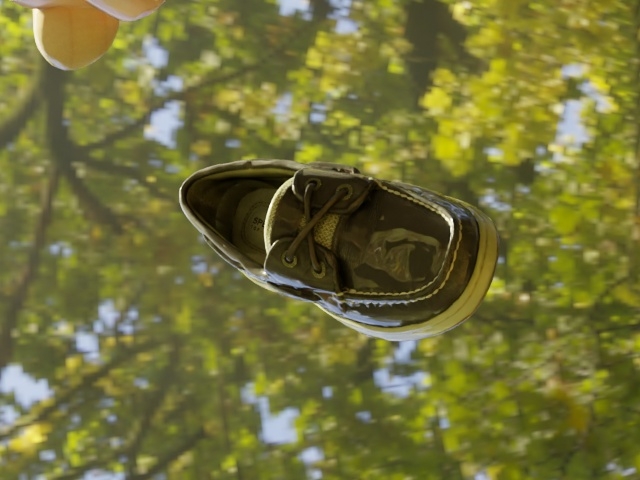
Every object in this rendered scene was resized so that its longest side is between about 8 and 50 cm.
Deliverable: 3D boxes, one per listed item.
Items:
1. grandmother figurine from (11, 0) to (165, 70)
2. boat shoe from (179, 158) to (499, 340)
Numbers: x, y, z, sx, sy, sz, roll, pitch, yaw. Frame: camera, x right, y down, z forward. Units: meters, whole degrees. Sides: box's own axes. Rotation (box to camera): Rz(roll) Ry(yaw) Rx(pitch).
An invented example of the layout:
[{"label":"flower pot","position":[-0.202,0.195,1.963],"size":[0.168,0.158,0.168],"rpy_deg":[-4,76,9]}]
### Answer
[{"label":"grandmother figurine","position":[-0.180,-0.182,0.864],"size":[0.208,0.342,0.104],"rpy_deg":[-47,-118,14]},{"label":"boat shoe","position":[0.000,-0.001,0.989],"size":[0.223,0.073,0.080],"rpy_deg":[13,-98,55]}]
